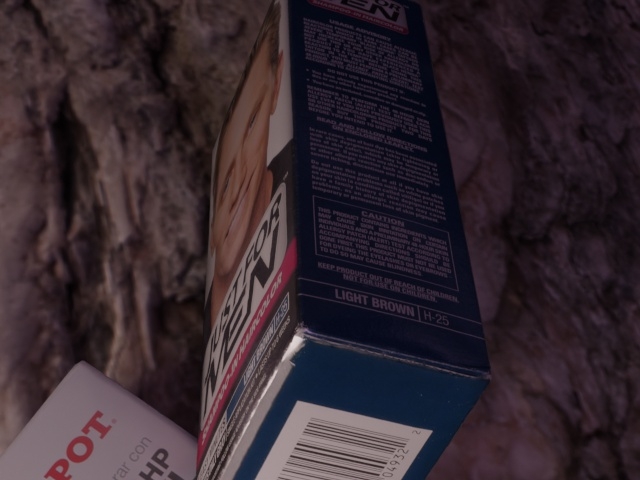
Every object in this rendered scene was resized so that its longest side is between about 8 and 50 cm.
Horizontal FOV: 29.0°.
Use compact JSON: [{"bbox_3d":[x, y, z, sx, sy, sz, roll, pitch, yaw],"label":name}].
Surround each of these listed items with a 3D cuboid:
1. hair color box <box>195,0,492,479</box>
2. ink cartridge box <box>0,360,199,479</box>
[{"bbox_3d":[0.000,0.000,0.744,0.105,0.174,0.347,15,38,-15],"label":"hair color box"},{"bbox_3d":[-0.083,0.253,0.706,0.307,0.129,0.223,34,63,7],"label":"ink cartridge box"}]
